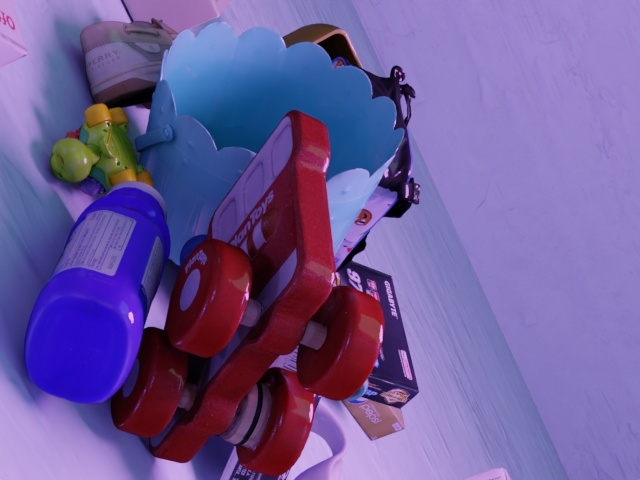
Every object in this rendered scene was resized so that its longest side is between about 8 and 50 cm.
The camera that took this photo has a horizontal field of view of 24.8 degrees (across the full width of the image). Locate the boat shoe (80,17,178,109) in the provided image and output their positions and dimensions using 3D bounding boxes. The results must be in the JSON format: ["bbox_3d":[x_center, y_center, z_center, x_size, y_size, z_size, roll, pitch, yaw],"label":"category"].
[{"bbox_3d":[-0.194,-0.215,1.706,0.098,0.109,0.302,67,19,-1],"label":"boat shoe"}]

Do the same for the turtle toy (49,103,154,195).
[{"bbox_3d":[-0.223,-0.082,1.443,0.095,0.066,0.130,68,13,5],"label":"turtle toy"}]

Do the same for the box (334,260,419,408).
[{"bbox_3d":[0.041,0.121,2.078,0.175,0.051,0.220,21,40,-31],"label":"box"}]

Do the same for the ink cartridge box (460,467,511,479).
[{"bbox_3d":[0.255,0.483,2.270,0.100,0.172,0.237,-96,160,-51],"label":"ink cartridge box"}]

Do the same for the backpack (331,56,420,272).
[{"bbox_3d":[0.002,-0.090,1.984,0.213,0.263,0.276,18,38,-12],"label":"backpack"}]

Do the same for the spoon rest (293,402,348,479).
[{"bbox_3d":[-0.007,0.278,1.664,0.276,0.084,0.137,-96,-166,-56],"label":"spoon rest"}]

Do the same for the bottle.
[{"bbox_3d":[-0.188,0.030,1.291,0.283,0.092,0.118,-84,-167,-64],"label":"bottle"}]

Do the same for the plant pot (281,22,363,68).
[{"bbox_3d":[-0.036,-0.205,2.168,0.212,0.212,0.187,62,0,-26],"label":"plant pot"}]

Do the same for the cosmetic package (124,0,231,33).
[{"bbox_3d":[-0.231,-0.422,1.873,0.160,0.113,0.309,-74,141,-70],"label":"cosmetic package"}]

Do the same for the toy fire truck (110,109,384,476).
[{"bbox_3d":[-0.074,0.057,1.352,0.169,0.302,0.254,20,41,-22],"label":"toy fire truck"}]

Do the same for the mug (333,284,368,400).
[{"bbox_3d":[-0.010,0.138,1.891,0.129,0.097,0.158,18,51,-70],"label":"mug"}]

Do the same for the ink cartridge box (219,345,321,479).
[{"bbox_3d":[-0.028,0.171,1.563,0.208,0.045,0.206,28,85,-80],"label":"ink cartridge box"}]

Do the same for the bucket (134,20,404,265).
[{"bbox_3d":[-0.069,-0.089,1.577,0.281,0.183,0.281,17,35,-12],"label":"bucket"}]

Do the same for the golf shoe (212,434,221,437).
[{"bbox_3d":[-0.106,0.143,1.540,0.198,0.077,0.094,-48,116,-77],"label":"golf shoe"}]

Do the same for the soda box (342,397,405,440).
[{"bbox_3d":[0.064,0.221,2.168,0.061,0.058,0.181,-99,163,-44],"label":"soda box"}]

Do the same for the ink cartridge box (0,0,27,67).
[{"bbox_3d":[-0.337,-0.248,1.184,0.158,0.092,0.218,27,45,-71],"label":"ink cartridge box"}]
